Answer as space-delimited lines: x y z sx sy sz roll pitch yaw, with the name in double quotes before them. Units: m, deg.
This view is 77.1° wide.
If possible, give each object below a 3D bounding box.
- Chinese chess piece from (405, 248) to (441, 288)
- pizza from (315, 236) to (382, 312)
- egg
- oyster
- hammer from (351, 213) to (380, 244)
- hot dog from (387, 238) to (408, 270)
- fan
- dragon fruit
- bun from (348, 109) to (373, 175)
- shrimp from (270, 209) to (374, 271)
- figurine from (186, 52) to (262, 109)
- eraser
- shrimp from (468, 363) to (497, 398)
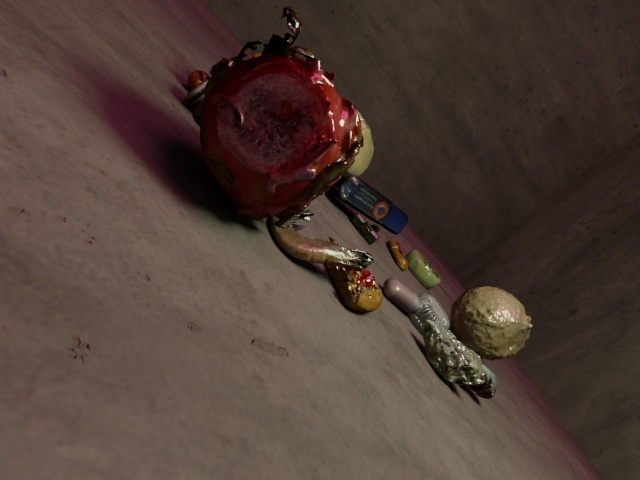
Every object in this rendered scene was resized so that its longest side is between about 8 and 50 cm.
"Chinese chess piece" 0.454 0.124 1.782 0.188 0.083 0.188 42 17 -16
"pizza" 0.062 0.061 0.851 0.199 0.062 0.188 52 13 14
"egg" 0.597 0.291 1.425 0.310 0.279 0.279 12 38 -50
"oyster" 0.322 0.276 0.978 0.177 0.064 0.125 28 38 0
"hammer" 0.195 -0.046 1.553 0.111 0.043 0.365 50 13 8
"hot dog" 0.315 0.049 1.634 0.066 0.047 0.215 42 16 -18
"fan" 0.264 0.184 1.121 0.244 0.074 0.130 37 30 -23
"dragon fruit" -0.075 -0.167 0.660 0.269 0.250 0.291 55 -1 -6
"bun" 0.086 -0.437 1.626 0.364 0.202 0.364 42 22 -21
"shrimp" 0.000 0.000 0.782 0.219 0.046 0.152 17 28 -25
"figurine" -0.147 -0.329 0.954 0.320 0.196 0.323 9 32 1
"eraser" 0.165 -0.143 1.462 0.332 0.101 0.155 30 6 -34
"shrimp" 0.380 0.343 1.056 0.233 0.079 0.090 33 -25 -18
